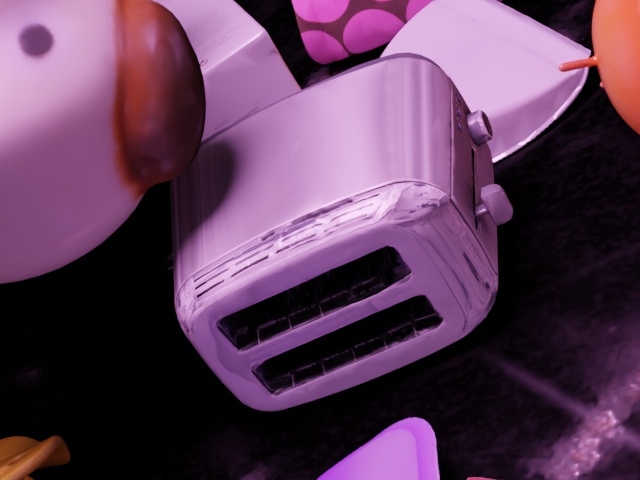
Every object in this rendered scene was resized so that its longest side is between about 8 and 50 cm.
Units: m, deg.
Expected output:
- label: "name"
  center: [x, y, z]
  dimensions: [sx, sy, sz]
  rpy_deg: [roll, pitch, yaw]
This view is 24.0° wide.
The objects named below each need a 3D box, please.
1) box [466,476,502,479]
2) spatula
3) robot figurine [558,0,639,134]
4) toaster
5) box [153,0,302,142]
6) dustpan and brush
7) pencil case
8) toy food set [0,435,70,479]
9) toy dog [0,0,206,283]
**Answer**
- label: "box"
  center: [0.151, 0.175, 0.503]
  dimensions: [0.257, 0.128, 0.123]
  rpy_deg: [0, 45, 42]
- label: "spatula"
  center: [-0.066, 0.171, 0.794]
  dimensions: [0.296, 0.030, 0.084]
  rpy_deg: [-23, 32, 16]
- label: "robot figurine"
  center: [0.243, -0.121, 0.819]
  dimensions: [0.219, 0.128, 0.158]
  rpy_deg: [-16, 36, 26]
- label: "toaster"
  center: [0.000, 0.000, 0.874]
  dimensions: [0.227, 0.129, 0.146]
  rpy_deg: [-23, 36, 14]
- label: "box"
  center: [-0.070, -0.099, 1.064]
  dimensions: [0.091, 0.130, 0.170]
  rpy_deg: [-36, 32, -2]
- label: "dustpan and brush"
  center: [0.061, -0.070, 0.993]
  dimensions: [0.211, 0.060, 0.147]
  rpy_deg: [-36, 44, -16]
- label: "pencil case"
  center: [0.079, -0.205, 1.120]
  dimensions: [0.209, 0.095, 0.098]
  rpy_deg: [-14, 16, 25]
- label: "toy food set"
  center: [-0.239, 0.189, 0.901]
  dimensions: [0.218, 0.071, 0.128]
  rpy_deg: [-24, 9, 11]
- label: "toy dog"
  center: [-0.237, -0.122, 0.917]
  dimensions: [0.284, 0.395, 0.408]
  rpy_deg: [-21, 32, -12]
